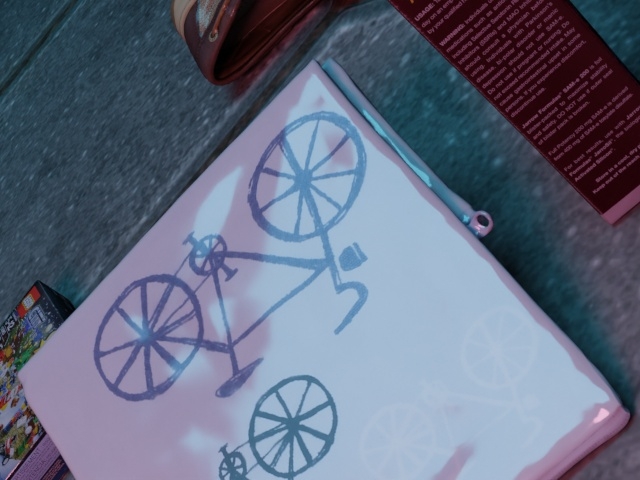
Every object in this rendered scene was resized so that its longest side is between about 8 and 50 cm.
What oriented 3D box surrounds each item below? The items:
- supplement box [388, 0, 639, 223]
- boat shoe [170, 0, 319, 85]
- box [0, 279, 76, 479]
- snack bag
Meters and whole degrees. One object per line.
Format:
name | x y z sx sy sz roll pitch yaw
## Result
supplement box | 0.112 -0.128 0.715 0.073 0.239 0.130 -42 32 16
boat shoe | -0.008 -0.286 1.177 0.342 0.123 0.123 -40 46 19
box | -0.276 0.147 1.135 0.159 0.044 0.233 -53 31 -1
snack bag | -0.015 0.091 0.755 0.323 0.037 0.342 -46 56 8
